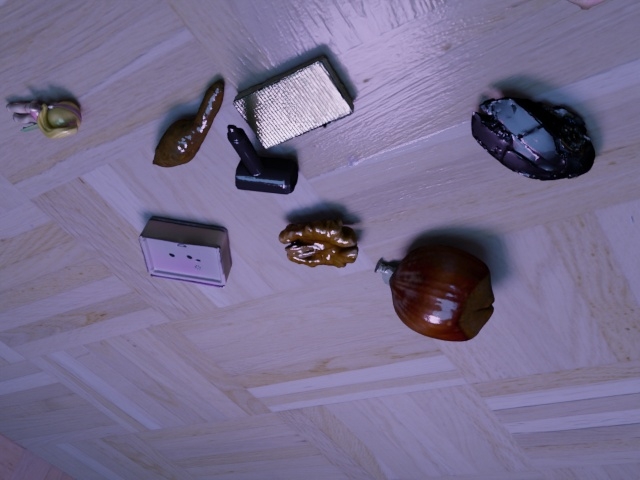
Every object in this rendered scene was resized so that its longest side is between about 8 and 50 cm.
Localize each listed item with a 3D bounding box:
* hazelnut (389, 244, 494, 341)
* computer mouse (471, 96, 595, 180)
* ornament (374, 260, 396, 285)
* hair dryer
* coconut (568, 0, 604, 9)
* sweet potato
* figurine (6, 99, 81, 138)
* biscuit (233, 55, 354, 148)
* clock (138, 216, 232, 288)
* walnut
[{"bbox_3d":[0.255,0.108,1.398,0.181,0.181,0.212,-11,121,-33],"label":"hazelnut"},{"bbox_3d":[0.364,-0.164,1.132,0.242,0.077,0.146,26,136,-11],"label":"computer mouse"},{"bbox_3d":[0.164,0.080,1.483,0.092,0.041,0.068,35,155,-33],"label":"ornament"},{"bbox_3d":[-0.116,-0.158,1.230,0.114,0.070,0.248,7,162,10],"label":"hair dryer"},{"bbox_3d":[0.358,-0.369,0.890,0.110,0.110,0.124,2,130,14],"label":"coconut"},{"bbox_3d":[-0.255,-0.202,1.279,0.075,0.074,0.269,35,131,-21],"label":"sweet potato"},{"bbox_3d":[-0.553,-0.242,1.330,0.188,0.083,0.083,11,139,20],"label":"figurine"},{"bbox_3d":[-0.048,-0.245,1.194,0.200,0.040,0.121,-16,126,30],"label":"biscuit"},{"bbox_3d":[-0.311,0.030,1.548,0.192,0.071,0.147,8,138,8],"label":"clock"},{"bbox_3d":[0.000,0.000,1.425,0.170,0.069,0.143,0,137,19],"label":"walnut"}]
